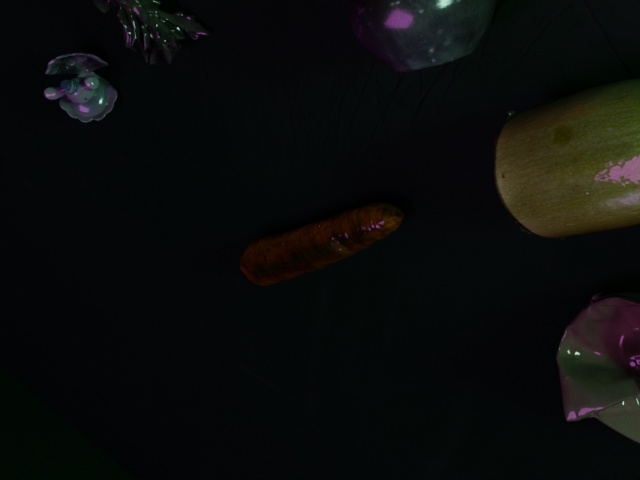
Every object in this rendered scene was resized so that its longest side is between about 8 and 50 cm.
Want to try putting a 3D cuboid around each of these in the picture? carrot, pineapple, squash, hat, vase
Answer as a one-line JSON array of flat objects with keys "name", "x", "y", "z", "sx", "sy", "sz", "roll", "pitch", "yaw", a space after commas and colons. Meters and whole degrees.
[{"name": "carrot", "x": 0.000, "y": 0.000, "z": 1.097, "sx": 0.066, "sy": 0.066, "sz": 0.314, "roll": 53, "pitch": 144, "yaw": -12}, {"name": "pineapple", "x": -0.232, "y": -0.302, "z": 0.993, "sx": 0.125, "sy": 0.125, "sz": 0.251, "roll": 1, "pitch": 137, "yaw": 48}, {"name": "squash", "x": 0.239, "y": -0.064, "z": 0.698, "sx": 0.186, "sy": 0.123, "sz": 0.123, "roll": -9, "pitch": 119, "yaw": 53}, {"name": "hat", "x": 0.340, "y": 0.124, "z": 0.857, "sx": 0.173, "sy": 0.144, "sz": 0.166, "roll": 11, "pitch": 150, "yaw": -29}, {"name": "vase", "x": 0.070, "y": -0.232, "z": 0.719, "sx": 0.120, "sy": 0.120, "sz": 0.183, "roll": 1, "pitch": 113, "yaw": 48}]

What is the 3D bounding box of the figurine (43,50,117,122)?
[{"name": "figurine", "x": -0.325, "y": -0.209, "z": 1.204, "sx": 0.086, "sy": 0.094, "sz": 0.082, "roll": 68, "pitch": -167, "yaw": -80}]
